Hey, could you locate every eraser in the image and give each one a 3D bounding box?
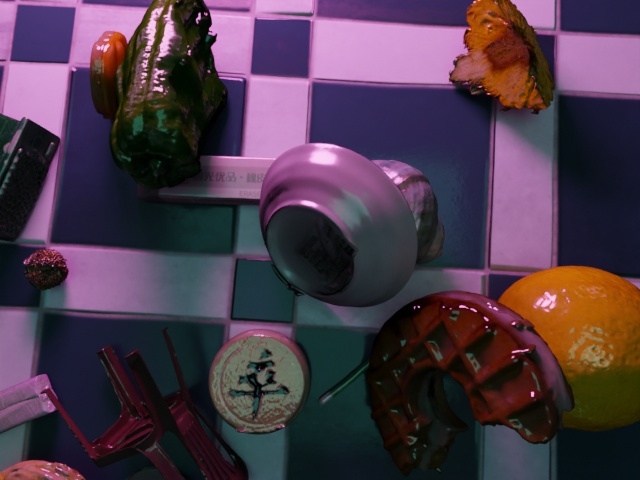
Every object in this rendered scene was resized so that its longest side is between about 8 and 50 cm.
[{"bbox_3d":[-0.188,-0.117,0.975,0.351,0.061,0.089,1,84,0],"label":"eraser"}]

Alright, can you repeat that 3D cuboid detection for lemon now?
[{"bbox_3d":[0.425,0.175,0.835,0.292,0.293,0.293,0,84,0],"label":"lemon"}]

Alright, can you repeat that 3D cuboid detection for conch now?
[{"bbox_3d":[0.119,-0.038,0.915,0.277,0.195,0.220,24,123,-19],"label":"conch"}]

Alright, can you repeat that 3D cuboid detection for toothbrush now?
[{"bbox_3d":[0.098,0.229,0.957,0.257,0.018,0.024,-38,91,-4],"label":"toothbrush"}]

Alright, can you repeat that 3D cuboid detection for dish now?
[{"bbox_3d":[0.000,0.000,0.845,0.316,0.106,0.317,16,124,26],"label":"dish"}]

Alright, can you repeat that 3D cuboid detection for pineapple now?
[{"bbox_3d":[0.352,-0.348,0.986,0.139,0.164,0.250,-33,88,-42],"label":"pineapple"}]

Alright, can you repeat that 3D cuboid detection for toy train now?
[{"bbox_3d":[-0.646,-0.137,0.940,0.201,0.145,0.266,21,85,-1],"label":"toy train"}]

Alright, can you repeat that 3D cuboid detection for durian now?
[{"bbox_3d":[-0.517,0.055,0.950,0.091,0.080,0.080,-1,84,21],"label":"durian"}]

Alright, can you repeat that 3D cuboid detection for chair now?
[{"bbox_3d":[-0.285,0.335,0.871,0.183,0.175,0.327,-23,97,17],"label":"chair"}]

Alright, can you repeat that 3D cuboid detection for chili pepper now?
[{"bbox_3d":[-0.278,-0.272,0.905,0.167,0.213,0.385,0,62,4],"label":"chili pepper"}]

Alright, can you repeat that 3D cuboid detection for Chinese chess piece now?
[{"bbox_3d":[-0.112,0.259,0.924,0.188,0.083,0.189,0,85,3],"label":"Chinese chess piece"}]

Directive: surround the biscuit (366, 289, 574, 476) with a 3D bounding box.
[{"bbox_3d":[0.204,0.221,0.812,0.115,0.366,0.268,-6,61,-39],"label":"biscuit"}]

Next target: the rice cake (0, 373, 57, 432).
[{"bbox_3d":[-0.607,0.325,0.941,0.221,0.042,0.080,-23,80,-1],"label":"rice cake"}]

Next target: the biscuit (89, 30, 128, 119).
[{"bbox_3d":[-0.389,-0.306,0.953,0.050,0.170,0.171,6,84,-9],"label":"biscuit"}]

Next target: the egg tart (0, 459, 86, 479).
[{"bbox_3d":[-0.507,0.525,0.881,0.288,0.118,0.289,0,84,3],"label":"egg tart"}]

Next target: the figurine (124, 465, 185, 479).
[{"bbox_3d":[-0.311,0.505,0.892,0.132,0.132,0.154,21,97,3],"label":"figurine"}]
